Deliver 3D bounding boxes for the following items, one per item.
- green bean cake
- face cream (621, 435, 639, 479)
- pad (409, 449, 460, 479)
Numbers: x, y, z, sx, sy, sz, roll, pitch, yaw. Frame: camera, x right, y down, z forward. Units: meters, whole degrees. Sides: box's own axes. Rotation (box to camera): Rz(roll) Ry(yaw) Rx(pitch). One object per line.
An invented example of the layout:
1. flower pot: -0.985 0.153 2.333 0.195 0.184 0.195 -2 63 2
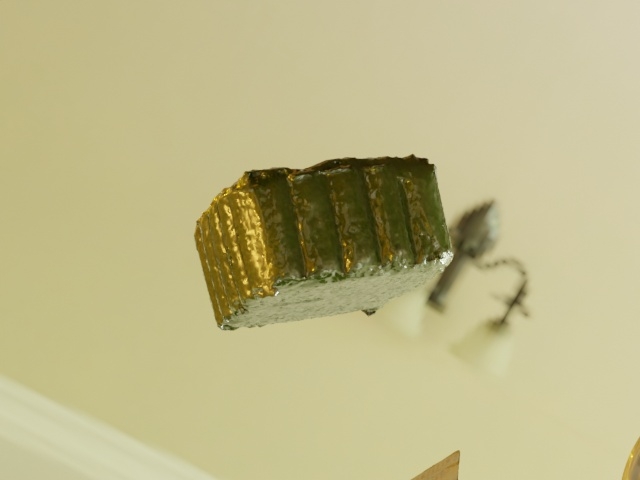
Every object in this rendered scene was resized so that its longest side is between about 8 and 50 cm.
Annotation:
1. green bean cake: 0.000 0.000 2.145 0.250 0.156 0.247 -10 169 -18
2. face cream: 0.469 0.330 2.557 0.080 0.163 0.336 21 173 18
3. pad: 0.075 0.299 1.942 0.009 0.159 0.265 54 -168 -8
